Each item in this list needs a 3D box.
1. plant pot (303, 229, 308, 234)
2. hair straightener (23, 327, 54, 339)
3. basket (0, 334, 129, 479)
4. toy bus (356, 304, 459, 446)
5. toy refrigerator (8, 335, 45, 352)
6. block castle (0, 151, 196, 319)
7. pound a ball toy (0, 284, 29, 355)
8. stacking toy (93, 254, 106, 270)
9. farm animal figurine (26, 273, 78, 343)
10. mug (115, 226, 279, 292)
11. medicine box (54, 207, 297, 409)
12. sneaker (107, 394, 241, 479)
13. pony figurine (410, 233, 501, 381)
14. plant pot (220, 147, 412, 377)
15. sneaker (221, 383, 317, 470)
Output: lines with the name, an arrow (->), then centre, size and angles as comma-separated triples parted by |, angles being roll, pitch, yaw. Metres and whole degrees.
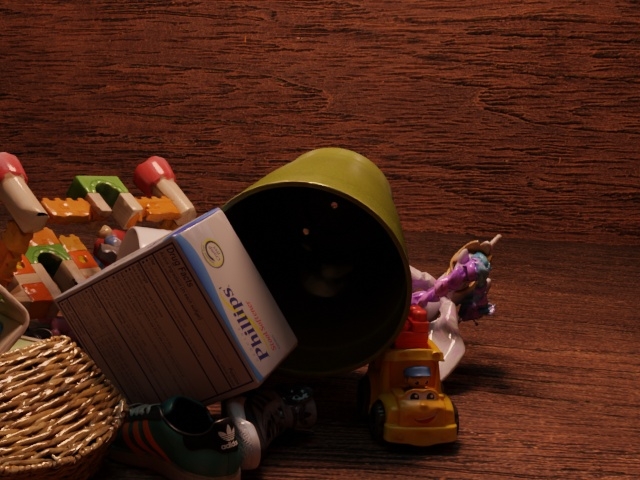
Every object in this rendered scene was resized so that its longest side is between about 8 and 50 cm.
plant pot -> -0.129, 0.084, 2.428 | 0.215, 0.215, 0.230 | 4, 25, 5
hair straightener -> -0.609, 0.199, 1.875 | 0.230, 0.089, 0.047 | 7, 10, 16
basket -> -0.443, 0.303, 1.360 | 0.213, 0.223, 0.299 | 43, 25, 17
toy bus -> 0.156, 0.226, 1.649 | 0.149, 0.211, 0.220 | 3, 12, -10
toy refrigerator -> -0.647, 0.211, 1.787 | 0.270, 0.094, 0.102 | 9, 11, 25
block castle -> -0.508, -0.027, 1.943 | 0.453, 0.303, 0.213 | -5, 46, -51
pound a ball toy -> -0.687, 0.148, 1.695 | 0.319, 0.135, 0.208 | 16, 59, 38
stacking toy -> -0.401, 0.119, 2.281 | 0.302, 0.165, 0.175 | 13, -7, -11
farm animal figurine -> -0.650, 0.116, 2.083 | 0.327, 0.172, 0.330 | 11, 13, 37
mug -> -0.212, 0.149, 1.835 | 0.328, 0.276, 0.374 | 9, 20, -22
medicine box -> -0.232, 0.132, 1.548 | 0.289, 0.263, 0.149 | -25, 8, 31
sneaker -> -0.235, 0.282, 1.456 | 0.302, 0.121, 0.108 | 11, 12, 36
pony figurine -> 0.215, 0.132, 1.972 | 0.351, 0.303, 0.363 | -36, -13, -8
plant pot -> 0.000, 0.000, 1.738 | 0.366, 0.366, 0.353 | 5, 25, 9
sneaker -> -0.077, 0.287, 1.531 | 0.153, 0.101, 0.268 | -1, 9, -10
